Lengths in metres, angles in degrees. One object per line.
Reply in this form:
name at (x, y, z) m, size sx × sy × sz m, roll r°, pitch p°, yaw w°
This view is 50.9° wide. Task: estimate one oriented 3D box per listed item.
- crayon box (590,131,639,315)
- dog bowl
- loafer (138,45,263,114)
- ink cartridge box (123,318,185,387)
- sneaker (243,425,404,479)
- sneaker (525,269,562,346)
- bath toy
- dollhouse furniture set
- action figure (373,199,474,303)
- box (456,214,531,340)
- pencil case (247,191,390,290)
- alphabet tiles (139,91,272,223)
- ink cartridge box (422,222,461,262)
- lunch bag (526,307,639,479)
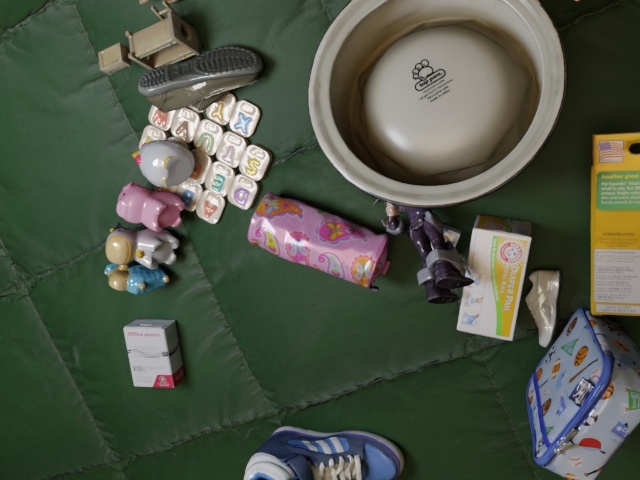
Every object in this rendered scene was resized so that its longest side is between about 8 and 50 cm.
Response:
crayon box at (0.566, -0.032, 1.136) m, size 0.203 × 0.083 × 0.323 m, roll 1°, pitch 109°, yaw 23°
dog bowl at (0.194, -0.240, 1.126) m, size 0.408 × 0.150 × 0.408 m, roll -3°, pitch 81°, yaw 17°
loafer at (-0.231, -0.314, 1.338) m, size 0.251 × 0.094 × 0.087 m, roll -10°, pitch 140°, yaw 8°
ink cartridge box at (-0.386, 0.261, 1.568) m, size 0.109 × 0.063 × 0.150 m, roll -1°, pitch 105°, yaw 18°
sneaker at (-0.001, 0.504, 1.420) m, size 0.323 × 0.236 × 0.130 m, roll 5°, pitch 107°, yaw 17°
sneaker at (0.422, 0.127, 1.279) m, size 0.061 × 0.054 × 0.152 m, roll 6°, pitch 101°, yaw 26°
bath toy at (-0.373, -0.060, 1.428) m, size 0.129 × 0.151 × 0.348 m, roll 36°, pitch 118°, yaw 32°
dollhouse furniture set at (-0.348, -0.428, 1.359) m, size 0.182 × 0.101 × 0.161 m, roll -16°, pitch 76°, yaw 22°
action figure at (0.192, -0.030, 1.244) m, size 0.185 × 0.099 × 0.285 m, roll -49°, pitch 49°, yaw 51°
box at (0.324, 0.066, 1.255) m, size 0.103 × 0.114 × 0.203 m, roll 10°, pitch 107°, yaw 14°
pencil case at (0.000, 0.000, 1.340) m, size 0.284 × 0.124 × 0.124 m, roll 19°, pitch 111°, yaw 11°
alphabet tiles at (-0.245, -0.187, 1.415) m, size 0.284 × 0.021 × 0.278 m, roll 29°, pitch 112°, yaw 8°
ink cartridge box at (0.237, 0.012, 1.313) m, size 0.048 × 0.028 × 0.083 m, roll 23°, pitch 111°, yaw 10°
lunch bag at (0.451, 0.269, 1.171) m, size 0.115 × 0.303 × 0.243 m, roll 30°, pitch 113°, yaw 4°
